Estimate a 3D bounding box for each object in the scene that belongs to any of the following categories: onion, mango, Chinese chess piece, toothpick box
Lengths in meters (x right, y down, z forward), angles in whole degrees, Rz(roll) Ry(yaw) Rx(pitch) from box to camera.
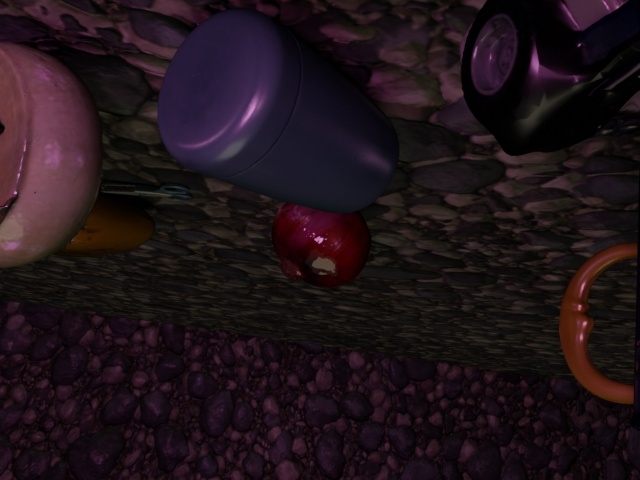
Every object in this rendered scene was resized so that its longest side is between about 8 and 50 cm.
[{"bbox_3d":[0.000,0.000,0.833,0.131,0.131,0.131,7,165,2],"label":"onion"},{"bbox_3d":[-0.329,-0.024,0.944,0.195,0.098,0.137,10,161,-27],"label":"mango"},{"bbox_3d":[-0.268,-0.071,0.565,0.189,0.188,0.083,-3,174,34],"label":"Chinese chess piece"},{"bbox_3d":[-0.023,-0.088,0.527,0.120,0.120,0.184,-5,164,38],"label":"toothpick box"}]

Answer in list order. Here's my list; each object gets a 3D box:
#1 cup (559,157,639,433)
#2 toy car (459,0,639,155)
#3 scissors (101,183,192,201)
[{"bbox_3d":[0.301,0.031,0.542,0.255,0.256,0.178,-4,161,34],"label":"cup"},{"bbox_3d":[0.205,-0.121,0.303,0.193,0.117,0.301,3,166,-18],"label":"toy car"},{"bbox_3d":[-0.233,-0.066,0.899,0.119,0.014,0.058,4,164,-1],"label":"scissors"}]
